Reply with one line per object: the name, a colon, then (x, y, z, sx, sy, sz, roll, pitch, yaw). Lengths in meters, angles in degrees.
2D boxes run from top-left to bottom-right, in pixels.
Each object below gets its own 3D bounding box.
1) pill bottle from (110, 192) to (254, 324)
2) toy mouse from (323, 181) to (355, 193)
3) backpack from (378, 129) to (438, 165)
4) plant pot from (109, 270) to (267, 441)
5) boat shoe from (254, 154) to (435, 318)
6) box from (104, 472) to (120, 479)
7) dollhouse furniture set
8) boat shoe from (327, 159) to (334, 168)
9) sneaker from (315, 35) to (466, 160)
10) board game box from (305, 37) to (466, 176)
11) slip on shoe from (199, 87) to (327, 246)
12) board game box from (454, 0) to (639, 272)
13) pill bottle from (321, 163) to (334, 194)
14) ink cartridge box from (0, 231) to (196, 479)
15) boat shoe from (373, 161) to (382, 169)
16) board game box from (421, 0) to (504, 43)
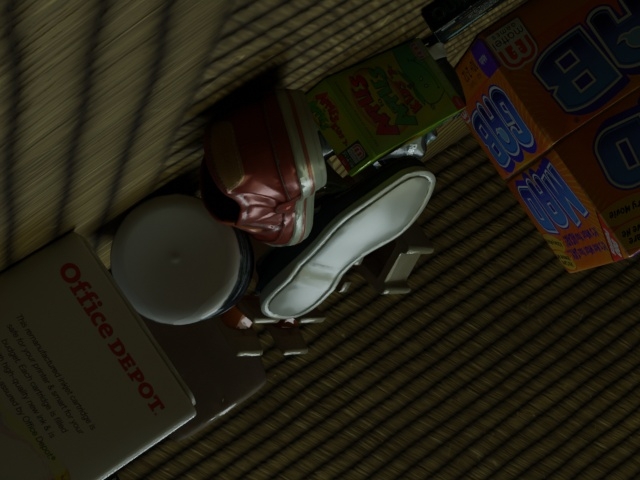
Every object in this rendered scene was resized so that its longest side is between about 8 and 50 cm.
pill bottle: (-0.137, 0.021, 1.396, 0.130, 0.130, 0.245, -34, 177, 0)
toy mouse: (-0.002, -0.007, 1.510, 0.161, 0.031, 0.143, -6, 132, -35)
backpack: (0.089, -0.136, 1.579, 0.084, 0.105, 0.114, -33, -177, 4)
plant pot: (-0.192, 0.133, 1.756, 0.263, 0.229, 0.263, -34, 179, -1)
boat shoe: (0.019, -0.014, 1.397, 0.095, 0.079, 0.254, 12, 136, -37)
box: (-0.403, 0.273, 1.548, 0.076, 0.242, 0.307, -36, 178, 35)
dollhouse furniture set: (0.000, 0.000, 1.660, 0.259, 0.135, 0.262, 1, 128, -40)
boat shoe: (-0.021, -0.080, 1.913, 0.043, 0.049, 0.137, -29, 174, -25)
sneaker: (0.065, -0.124, 1.467, 0.234, 0.106, 0.078, -33, 177, -10)
board game box: (0.067, -0.139, 1.357, 0.043, 0.092, 0.181, -35, 177, 41)
slip on shoe: (-0.061, -0.058, 1.204, 0.101, 0.123, 0.331, -15, 174, -6)
board game box: (0.439, -0.205, 1.910, 0.357, 0.356, 0.356, -34, 177, -4)
pill bottle: (-0.035, -0.046, 1.781, 0.094, 0.094, 0.169, -33, 171, -29)
ink cartridge box: (-0.283, 0.153, 1.188, 0.278, 0.201, 0.117, -34, 178, -20)
boat shoe: (0.116, -0.144, 2.263, 0.083, 0.065, 0.183, -33, 177, 22)
board game box: (0.186, -0.261, 1.309, 0.186, 0.026, 0.126, -34, 178, 8)
